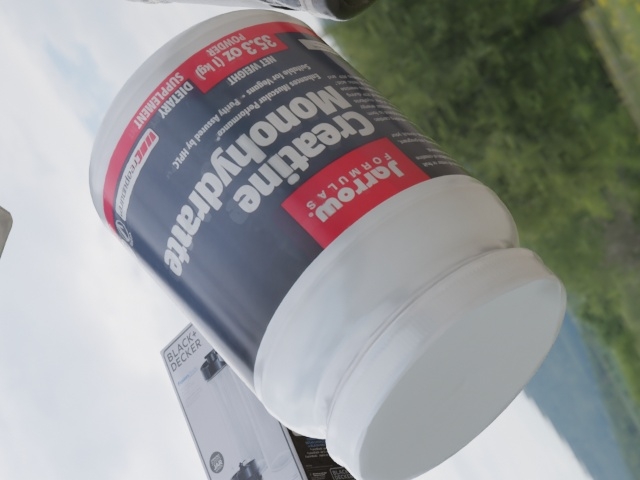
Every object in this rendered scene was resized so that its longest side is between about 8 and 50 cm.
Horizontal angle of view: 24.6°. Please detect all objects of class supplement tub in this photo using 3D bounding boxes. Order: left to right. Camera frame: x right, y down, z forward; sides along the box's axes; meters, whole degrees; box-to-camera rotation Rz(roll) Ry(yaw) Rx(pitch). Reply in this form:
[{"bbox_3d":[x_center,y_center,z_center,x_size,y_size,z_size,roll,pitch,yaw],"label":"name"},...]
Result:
[{"bbox_3d":[0.000,0.000,0.917,0.272,0.191,0.191,45,-178,28],"label":"supplement tub"}]

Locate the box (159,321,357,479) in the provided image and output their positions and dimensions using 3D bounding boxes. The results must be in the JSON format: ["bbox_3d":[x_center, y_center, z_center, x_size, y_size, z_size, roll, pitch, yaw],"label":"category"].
[{"bbox_3d":[-0.084,0.221,1.855,0.087,0.169,0.290,4,-126,-44],"label":"box"}]

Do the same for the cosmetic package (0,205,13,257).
[{"bbox_3d":[-0.465,0.146,1.286,0.161,0.230,0.453,42,-125,-47],"label":"cosmetic package"}]

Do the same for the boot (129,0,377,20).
[{"bbox_3d":[-0.045,-0.325,1.600,0.377,0.284,0.138,-46,-42,-59],"label":"boot"}]
